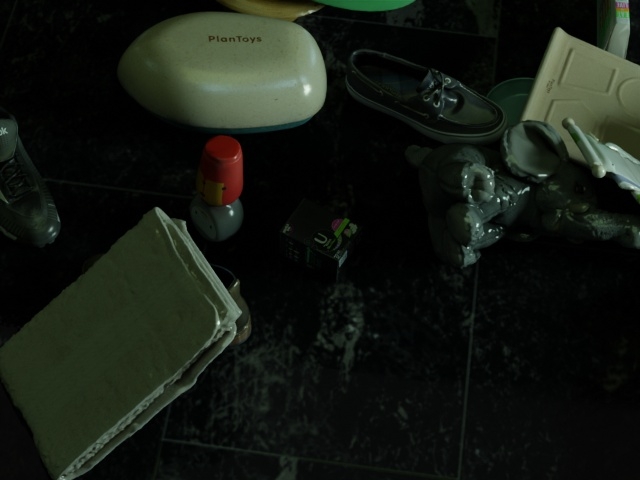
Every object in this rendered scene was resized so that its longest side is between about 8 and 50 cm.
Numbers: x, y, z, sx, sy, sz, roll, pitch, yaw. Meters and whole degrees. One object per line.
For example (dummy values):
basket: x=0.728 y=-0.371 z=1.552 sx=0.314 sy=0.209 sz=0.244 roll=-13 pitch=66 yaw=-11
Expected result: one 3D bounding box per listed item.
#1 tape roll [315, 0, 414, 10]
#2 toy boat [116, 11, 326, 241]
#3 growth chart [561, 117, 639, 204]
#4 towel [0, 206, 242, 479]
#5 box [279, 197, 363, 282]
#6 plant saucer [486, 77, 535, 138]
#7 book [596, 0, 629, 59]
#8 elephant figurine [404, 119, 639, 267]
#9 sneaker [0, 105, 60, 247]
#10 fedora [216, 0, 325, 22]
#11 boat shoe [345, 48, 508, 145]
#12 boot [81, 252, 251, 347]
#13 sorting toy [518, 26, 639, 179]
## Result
tape roll: x=0.011 y=-0.439 z=1.881 sx=0.321 sy=0.077 sz=0.321 roll=14 pitch=41 yaw=-13
toy boat: x=-0.126 y=-0.153 z=1.728 sx=0.268 sy=0.148 sz=0.318 roll=4 pitch=48 yaw=-5
growth chart: x=0.400 y=-0.057 z=1.644 sx=0.237 sy=0.021 sz=0.172 roll=30 pitch=22 yaw=-15
towel: x=-0.227 y=0.113 z=1.519 sx=0.282 sy=0.049 sz=0.187 roll=-40 pitch=60 yaw=10
box: x=0.000 y=0.000 z=1.666 sx=0.083 sy=0.052 sz=0.062 roll=27 pitch=58 yaw=16
plant saucer: x=0.272 y=-0.162 z=1.803 sx=0.119 sy=0.021 sz=0.119 roll=0 pitch=56 yaw=-1
book: x=0.399 y=-0.315 z=1.865 sx=0.035 sy=0.096 sz=0.144 roll=5 pitch=56 yaw=2
elephant figurine: x=0.252 y=-0.055 z=1.661 sx=0.240 sy=0.169 sz=0.186 roll=-11 pitch=88 yaw=-12
sneaker: x=-0.391 y=-0.094 z=1.684 sx=0.078 sy=0.106 sz=0.234 roll=-24 pitch=60 yaw=-16
fedora: x=-0.074 y=-0.346 z=1.881 sx=0.194 sy=0.079 sz=0.194 roll=7 pitch=51 yaw=-8
boat shoe: x=0.134 y=-0.193 z=1.774 sx=0.229 sy=0.076 sz=0.080 roll=26 pitch=69 yaw=20
boot: x=-0.181 y=0.042 z=1.598 sx=0.219 sy=0.106 sz=0.082 roll=19 pitch=57 yaw=11
sorting toy: x=0.367 y=-0.163 z=1.782 sx=0.208 sy=0.038 sz=0.193 roll=26 pitch=58 yaw=-3
